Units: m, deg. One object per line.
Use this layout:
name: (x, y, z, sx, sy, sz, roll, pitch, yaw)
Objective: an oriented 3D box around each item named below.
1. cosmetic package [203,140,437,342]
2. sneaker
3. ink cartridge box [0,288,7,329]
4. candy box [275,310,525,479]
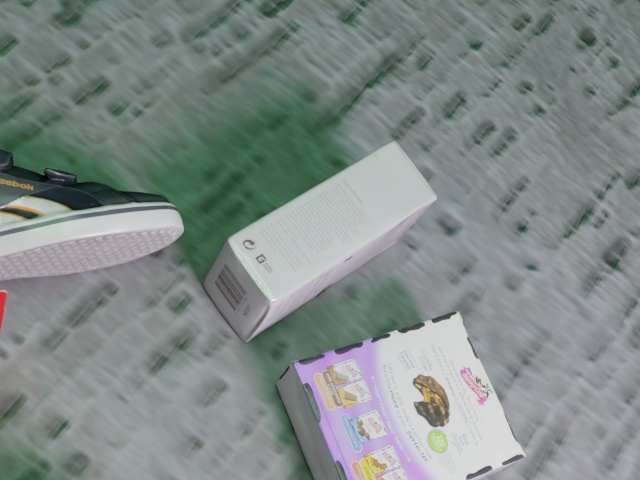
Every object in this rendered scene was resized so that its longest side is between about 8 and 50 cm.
cosmetic package: (0.000, 0.000, 1.126, 0.231, 0.117, 0.085, -31, 79, -29)
sneaker: (-0.292, -0.029, 1.024, 0.321, 0.126, 0.127, -9, 74, -23)
ink cartridge box: (-0.375, 0.114, 0.914, 0.231, 0.134, 0.078, -9, 68, -24)
candy box: (0.079, 0.178, 1.090, 0.196, 0.070, 0.165, -14, 70, -26)
